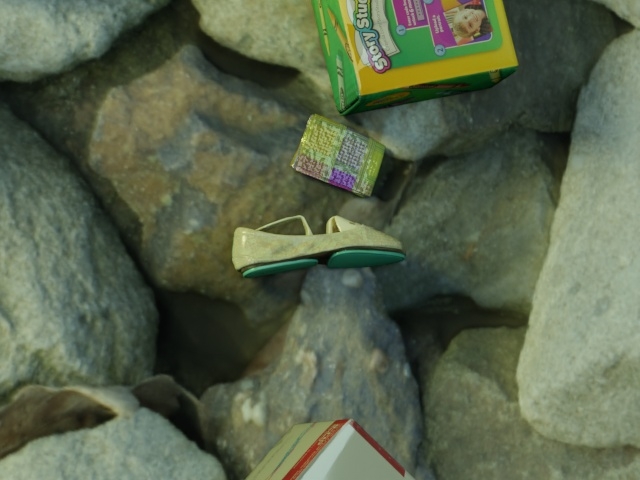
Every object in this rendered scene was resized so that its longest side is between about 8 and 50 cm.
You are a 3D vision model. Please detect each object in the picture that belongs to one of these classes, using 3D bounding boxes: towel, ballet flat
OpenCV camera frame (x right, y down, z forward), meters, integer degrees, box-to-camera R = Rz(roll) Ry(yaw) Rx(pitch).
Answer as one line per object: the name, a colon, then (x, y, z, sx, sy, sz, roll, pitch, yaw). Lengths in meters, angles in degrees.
towel: (0.018, -0.081, 1.354, 0.083, 0.009, 0.060, 21, 78, -12)
ballet flat: (0.000, 0.000, 1.317, 0.168, 0.057, 0.052, -5, 75, -16)

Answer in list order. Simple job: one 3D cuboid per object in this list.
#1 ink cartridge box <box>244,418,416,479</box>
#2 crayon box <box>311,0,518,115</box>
ink cartridge box: (0.005, 0.242, 1.225, 0.128, 0.176, 0.127, 44, 72, -7)
crayon box: (0.071, -0.273, 1.355, 0.165, 0.081, 0.279, -12, 87, -16)
